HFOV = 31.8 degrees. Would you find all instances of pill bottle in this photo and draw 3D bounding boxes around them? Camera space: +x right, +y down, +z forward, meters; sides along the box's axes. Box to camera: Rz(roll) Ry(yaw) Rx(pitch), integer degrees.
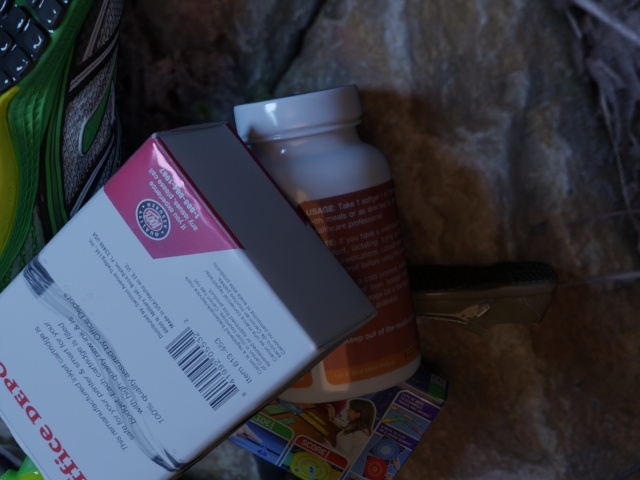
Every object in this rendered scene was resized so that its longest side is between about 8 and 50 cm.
[{"bbox_3d":[0.000,0.000,0.823,0.121,0.121,0.216,-8,99,8],"label":"pill bottle"}]

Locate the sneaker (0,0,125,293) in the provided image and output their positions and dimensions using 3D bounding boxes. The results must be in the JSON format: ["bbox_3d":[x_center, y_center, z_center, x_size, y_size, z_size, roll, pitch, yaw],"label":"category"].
[{"bbox_3d":[-0.202,-0.117,0.802,0.134,0.146,0.343,28,105,27],"label":"sneaker"}]

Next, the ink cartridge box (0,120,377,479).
[{"bbox_3d":[-0.110,0.062,0.764,0.237,0.100,0.172,-42,82,26],"label":"ink cartridge box"}]

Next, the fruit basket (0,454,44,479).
[{"bbox_3d":[-0.117,0.334,0.987,0.392,0.283,0.392,-4,83,33],"label":"fruit basket"}]

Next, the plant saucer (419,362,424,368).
[{"bbox_3d":[0.049,0.120,0.958,0.083,0.013,0.083,1,116,3],"label":"plant saucer"}]

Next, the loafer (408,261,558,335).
[{"bbox_3d":[0.115,0.050,0.893,0.148,0.056,0.050,-3,111,6],"label":"loafer"}]

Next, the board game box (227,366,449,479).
[{"bbox_3d":[-0.013,0.129,0.941,0.201,0.035,0.136,29,116,-2],"label":"board game box"}]
